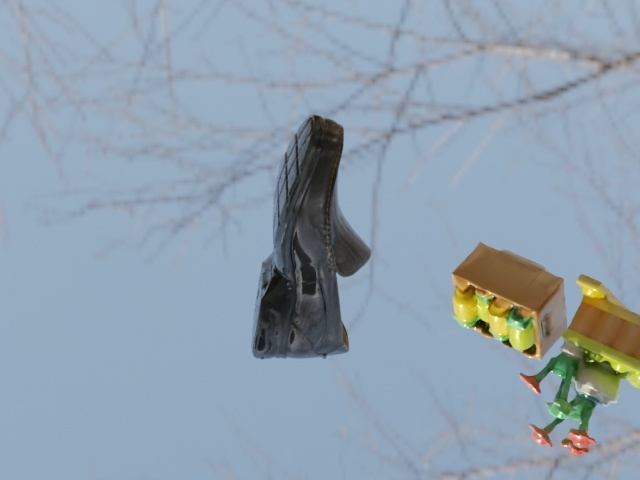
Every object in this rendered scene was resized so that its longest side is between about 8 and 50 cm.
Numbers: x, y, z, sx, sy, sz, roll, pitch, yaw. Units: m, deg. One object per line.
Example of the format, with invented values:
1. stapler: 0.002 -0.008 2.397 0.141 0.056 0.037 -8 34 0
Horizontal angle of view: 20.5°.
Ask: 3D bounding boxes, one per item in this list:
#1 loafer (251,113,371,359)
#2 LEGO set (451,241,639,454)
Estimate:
1. loafer: 0.000 0.000 1.048 0.061 0.170 0.062 8 -141 -6
2. LEGO set: 0.172 0.107 0.770 0.287 0.132 0.107 29 -96 0
